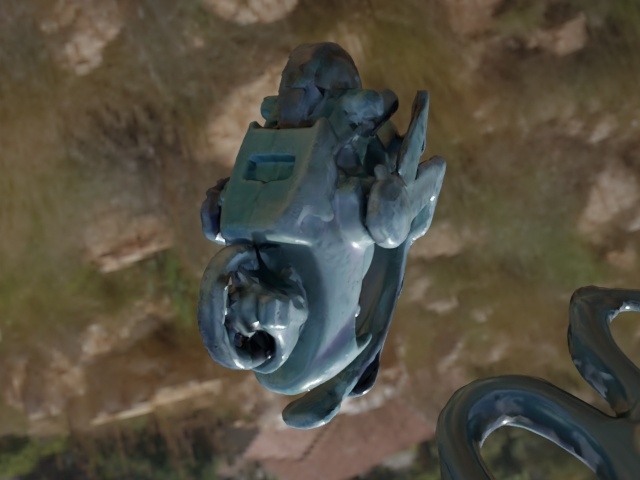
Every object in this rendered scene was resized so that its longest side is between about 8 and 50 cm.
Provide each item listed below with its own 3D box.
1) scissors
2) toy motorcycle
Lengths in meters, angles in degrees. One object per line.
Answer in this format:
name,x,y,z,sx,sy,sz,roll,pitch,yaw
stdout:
scissors,0.172,0.119,0.490,0.138,0.289,0.041,-35,146,-27
toy motorcycle,0.000,0.000,1.032,0.154,0.260,0.206,2,148,29
